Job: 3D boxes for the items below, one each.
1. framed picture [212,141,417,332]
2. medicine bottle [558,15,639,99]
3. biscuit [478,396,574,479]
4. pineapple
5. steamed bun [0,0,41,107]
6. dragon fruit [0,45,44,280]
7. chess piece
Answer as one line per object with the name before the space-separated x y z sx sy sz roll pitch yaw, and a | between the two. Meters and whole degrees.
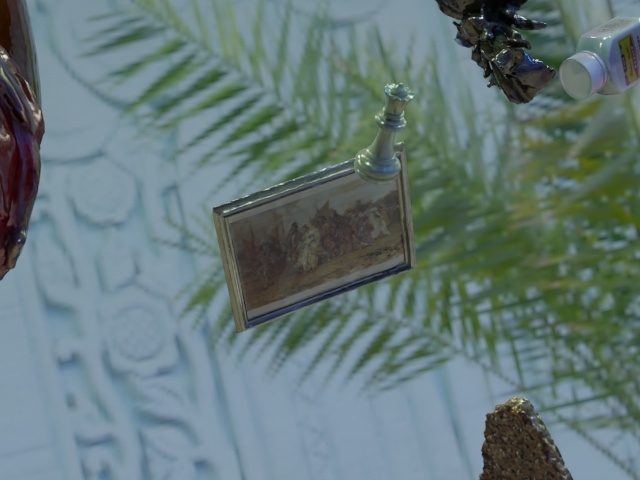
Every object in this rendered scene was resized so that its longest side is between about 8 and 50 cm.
framed picture | 0.000 0.000 1.998 0.274 0.217 0.017 -21 39 -13
medicine bottle | 0.338 -0.212 1.804 0.118 0.074 0.055 -29 26 -32
biscuit | 0.224 0.289 1.628 0.131 0.237 0.026 -29 0 38
pineapple | 0.189 -0.306 1.805 0.141 0.310 0.170 -12 -23 -14
steamed bun | -0.425 -0.180 1.567 0.248 0.235 0.379 -13 9 -34
dragon fruit | -0.369 -0.058 1.206 0.329 0.329 0.329 -13 -5 -1
chess piece | 0.059 -0.097 1.331 0.042 0.042 0.093 -10 -49 -36
